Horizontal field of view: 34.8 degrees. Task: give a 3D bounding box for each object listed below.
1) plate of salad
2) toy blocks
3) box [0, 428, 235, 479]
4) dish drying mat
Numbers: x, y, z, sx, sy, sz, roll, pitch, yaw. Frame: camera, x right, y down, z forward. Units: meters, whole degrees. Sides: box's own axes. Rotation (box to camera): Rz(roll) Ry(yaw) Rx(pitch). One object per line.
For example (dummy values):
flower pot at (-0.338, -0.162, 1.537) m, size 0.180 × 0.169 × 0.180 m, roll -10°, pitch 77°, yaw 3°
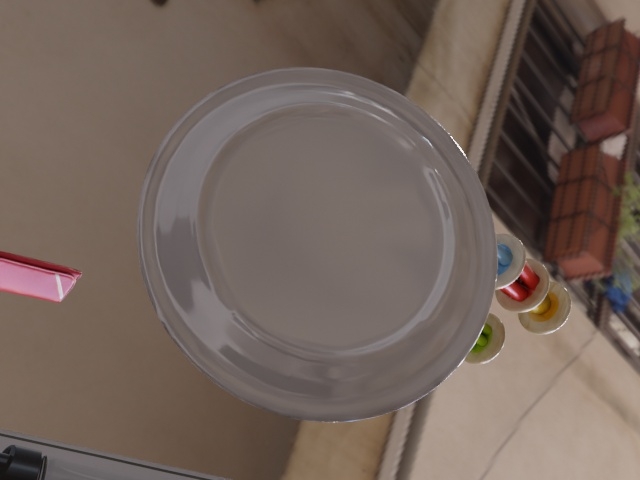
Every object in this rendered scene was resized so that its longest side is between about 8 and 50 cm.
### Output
plate of salad at (0.000, 0.000, 0.555) m, size 0.048 × 0.199 × 0.200 m, roll 126°, pitch -13°, yaw -67°
toy blocks at (0.138, 0.047, 0.903) m, size 0.123 × 0.148 × 0.054 m, roll -29°, pitch -131°, yaw 22°
box at (-0.086, 0.170, 0.434) m, size 0.169 × 0.289 × 0.087 m, roll -116°, pitch -136°, yaw -70°
dish drying mat at (-0.207, 0.026, 0.714) m, size 0.032 × 0.083 × 0.008 m, roll -47°, pitch -123°, yaw 16°
